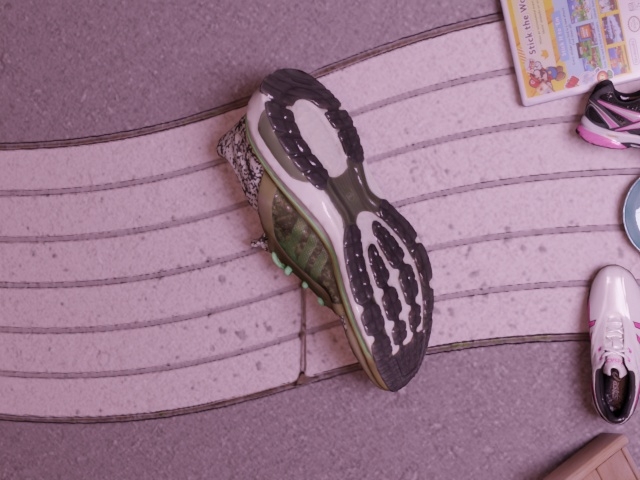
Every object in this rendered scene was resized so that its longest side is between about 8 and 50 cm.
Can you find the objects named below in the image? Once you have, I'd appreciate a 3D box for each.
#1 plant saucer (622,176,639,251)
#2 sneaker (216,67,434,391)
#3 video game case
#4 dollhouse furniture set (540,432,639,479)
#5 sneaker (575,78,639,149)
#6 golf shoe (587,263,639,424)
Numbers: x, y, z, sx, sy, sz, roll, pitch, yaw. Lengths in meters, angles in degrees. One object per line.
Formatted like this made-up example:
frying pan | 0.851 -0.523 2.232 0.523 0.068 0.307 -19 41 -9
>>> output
plant saucer | 0.412 -0.032 0.951 0.119 0.021 0.119 2 98 15
sneaker | 0.000 0.000 1.026 0.182 0.158 0.410 -22 94 47
video game case | 0.312 -0.288 0.942 0.207 0.026 0.226 -12 95 15
dollhouse furniture set | 0.387 0.312 0.824 0.303 0.355 0.173 -29 90 -23
sneaker | 0.381 -0.135 0.912 0.178 0.072 0.077 11 115 11
golf shoe | 0.348 0.122 0.955 0.068 0.086 0.186 -3 95 16
